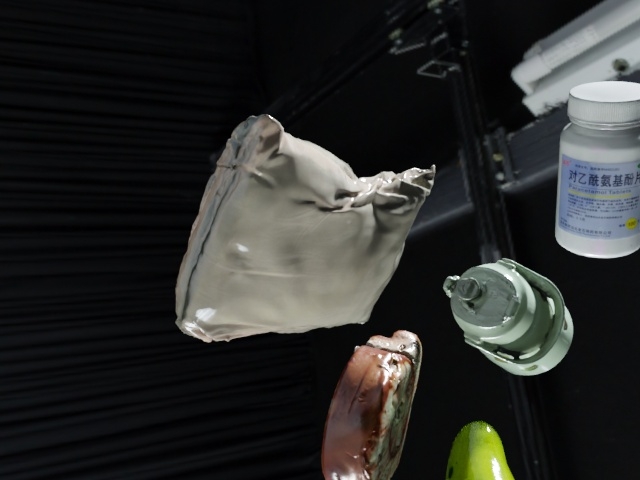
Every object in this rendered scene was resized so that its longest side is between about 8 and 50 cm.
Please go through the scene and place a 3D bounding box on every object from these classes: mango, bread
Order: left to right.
[{"bbox_3d":[0.106,0.347,1.444,0.114,0.327,0.295,12,-74,18],"label":"bread"},{"bbox_3d":[0.294,0.472,1.335,0.293,0.142,0.175,-89,-169,-45],"label":"mango"}]

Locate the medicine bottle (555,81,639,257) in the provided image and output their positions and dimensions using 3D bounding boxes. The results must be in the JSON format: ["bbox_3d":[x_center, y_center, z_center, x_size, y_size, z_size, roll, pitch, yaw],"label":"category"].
[{"bbox_3d":[0.329,-0.082,0.851,0.102,0.102,0.187,35,-44,53],"label":"medicine bottle"}]

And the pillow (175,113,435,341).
[{"bbox_3d":[0.000,0.000,0.567,0.067,0.270,0.173,36,-72,29],"label":"pillow"}]

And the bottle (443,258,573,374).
[{"bbox_3d":[0.411,0.161,1.581,0.229,0.351,0.229,-12,-116,27],"label":"bottle"}]
